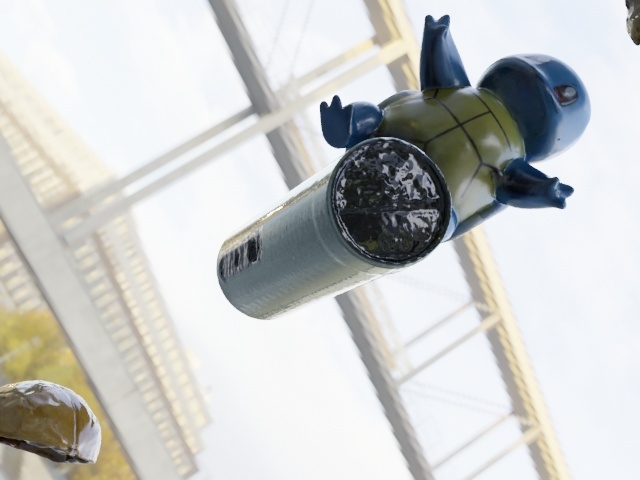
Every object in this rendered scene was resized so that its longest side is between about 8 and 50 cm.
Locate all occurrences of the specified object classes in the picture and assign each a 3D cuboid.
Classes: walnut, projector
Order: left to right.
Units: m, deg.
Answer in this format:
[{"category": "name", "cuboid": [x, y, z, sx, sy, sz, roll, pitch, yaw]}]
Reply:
[{"category": "walnut", "cuboid": [-0.205, 0.128, 0.883, 0.091, 0.052, 0.121, 27, -21, -36]}, {"category": "projector", "cuboid": [0.000, 0.000, 1.085, 0.108, 0.108, 0.337, 59, -23, -1]}]

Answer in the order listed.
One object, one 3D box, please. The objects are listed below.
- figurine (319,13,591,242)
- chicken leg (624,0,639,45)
[{"category": "figurine", "cuboid": [0.152, -0.093, 1.511, 0.298, 0.416, 0.243, 55, 4, 26]}, {"category": "chicken leg", "cuboid": [0.356, -0.295, 1.092, 0.182, 0.295, 0.409, 8, -52, 48]}]
